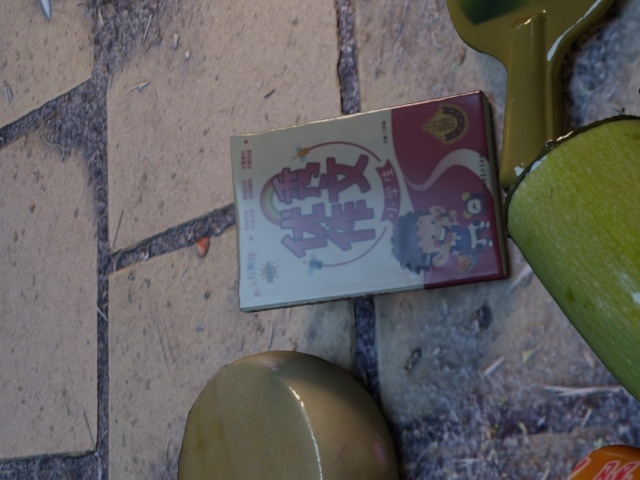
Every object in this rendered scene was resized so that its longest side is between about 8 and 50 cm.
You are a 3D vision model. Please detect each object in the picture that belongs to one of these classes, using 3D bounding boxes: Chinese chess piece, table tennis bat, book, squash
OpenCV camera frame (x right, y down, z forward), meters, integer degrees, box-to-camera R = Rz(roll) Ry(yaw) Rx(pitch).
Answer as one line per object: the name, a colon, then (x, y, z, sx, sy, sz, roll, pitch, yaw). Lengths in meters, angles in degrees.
Chinese chess piece: (-0.033, 0.227, 1.062, 0.251, 0.097, 0.250, -10, 77, 51)
table tennis bat: (0.174, -0.190, 0.916, 0.198, 0.050, 0.320, -8, 74, 49)
book: (0.035, -0.031, 0.983, 0.232, 0.022, 0.162, -8, 74, 17)
squash: (0.230, 0.043, 0.730, 0.132, 0.133, 0.247, -57, 45, 29)

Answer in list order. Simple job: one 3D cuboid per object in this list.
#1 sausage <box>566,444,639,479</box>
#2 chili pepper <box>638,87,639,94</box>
sausage: (0.261, 0.179, 0.644, 0.312, 0.093, 0.092, 176, 99, -66)
chili pepper: (0.307, -0.138, 0.709, 0.253, 0.083, 0.099, -38, 65, 46)
